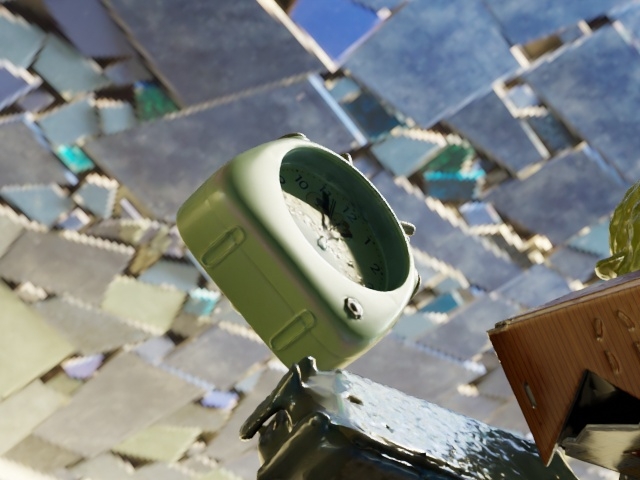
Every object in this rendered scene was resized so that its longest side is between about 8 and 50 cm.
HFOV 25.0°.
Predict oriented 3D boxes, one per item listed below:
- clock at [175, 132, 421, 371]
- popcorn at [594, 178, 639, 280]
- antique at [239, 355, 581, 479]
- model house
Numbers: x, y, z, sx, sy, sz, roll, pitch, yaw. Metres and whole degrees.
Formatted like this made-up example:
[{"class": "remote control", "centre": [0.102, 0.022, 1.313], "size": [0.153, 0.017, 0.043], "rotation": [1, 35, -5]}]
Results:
[{"class": "clock", "centre": [0.000, 0.000, 1.532], "size": [0.235, 0.096, 0.308], "rotation": [50, 30, 2]}, {"class": "popcorn", "centre": [0.378, 0.021, 1.312], "size": [0.206, 0.251, 0.237], "rotation": [-47, 119, -53]}, {"class": "antique", "centre": [0.070, 0.192, 1.061], "size": [0.284, 0.150, 0.125], "rotation": [32, 13, -27]}, {"class": "model house", "centre": [0.205, 0.080, 0.873], "size": [0.136, 0.219, 0.207], "rotation": [21, 68, -22]}]
